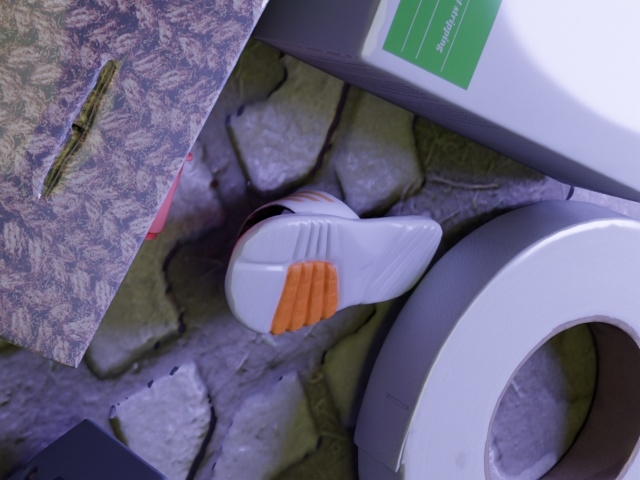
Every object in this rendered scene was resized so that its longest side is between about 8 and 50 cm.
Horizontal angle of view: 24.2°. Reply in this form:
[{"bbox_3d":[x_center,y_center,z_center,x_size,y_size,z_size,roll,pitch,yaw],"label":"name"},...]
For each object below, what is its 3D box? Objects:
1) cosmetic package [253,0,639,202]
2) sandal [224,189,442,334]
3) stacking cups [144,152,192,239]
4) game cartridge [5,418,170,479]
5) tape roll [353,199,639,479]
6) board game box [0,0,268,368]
[{"bbox_3d":[0.154,-0.174,1.173,0.365,0.155,0.197,19,91,-35],"label":"cosmetic package"},{"bbox_3d":[-0.004,0.009,1.180,0.265,0.076,0.102,-3,122,-55],"label":"sandal"},{"bbox_3d":[-0.104,-0.160,1.053,0.096,0.096,0.316,14,101,-36],"label":"stacking cups"},{"bbox_3d":[-0.224,0.259,1.023,0.294,0.196,0.060,-45,124,-14],"label":"game cartridge"},{"bbox_3d":[0.205,0.156,1.353,0.392,0.072,0.392,-13,114,-31],"label":"tape roll"},{"bbox_3d":[-0.203,-0.094,0.870,0.141,0.291,0.232,29,88,-37],"label":"board game box"}]
